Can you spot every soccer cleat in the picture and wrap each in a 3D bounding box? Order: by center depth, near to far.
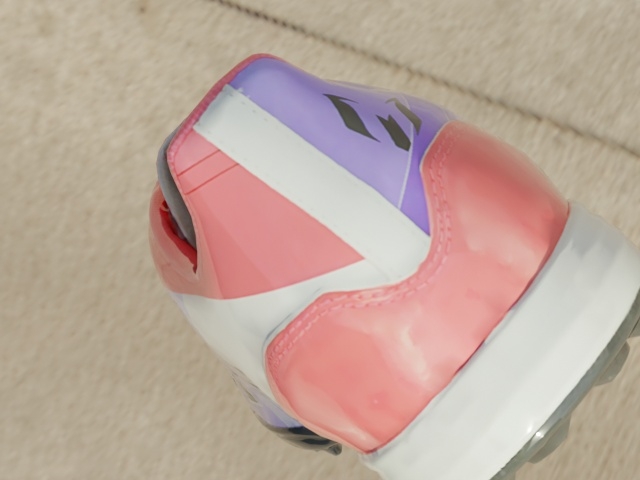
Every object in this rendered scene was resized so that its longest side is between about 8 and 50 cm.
[{"bbox_3d":[0.000,0.000,0.589,0.116,0.318,0.109,41,86,-7],"label":"soccer cleat"}]
